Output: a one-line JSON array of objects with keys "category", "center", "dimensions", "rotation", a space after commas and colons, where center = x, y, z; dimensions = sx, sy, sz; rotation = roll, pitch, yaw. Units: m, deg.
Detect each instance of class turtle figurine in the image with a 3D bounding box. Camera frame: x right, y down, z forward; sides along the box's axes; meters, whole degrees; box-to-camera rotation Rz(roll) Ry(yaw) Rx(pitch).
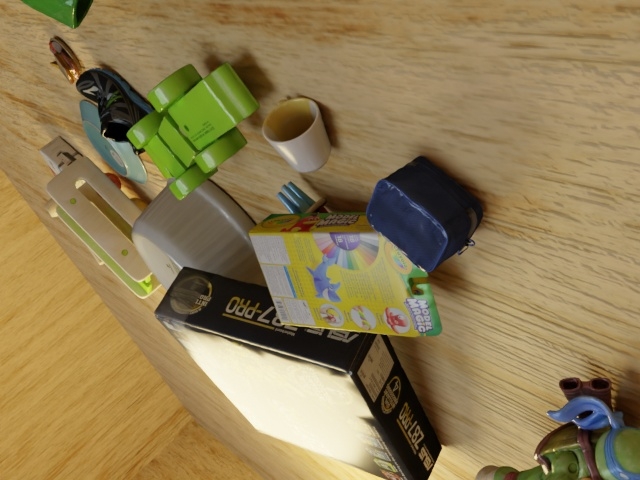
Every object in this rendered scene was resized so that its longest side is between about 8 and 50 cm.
[{"category": "turtle figurine", "center": [0.261, 0.283, 0.796], "dimensions": [0.275, 0.198, 0.266], "rotation": [50, 164, 7]}]

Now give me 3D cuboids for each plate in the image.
[{"category": "plate", "center": [-0.388, -0.174, 1.528], "dimensions": [0.188, 0.024, 0.188], "rotation": [41, 158, 21]}]

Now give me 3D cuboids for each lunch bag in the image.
[{"category": "lunch bag", "center": [0.099, -0.025, 0.753], "dimensions": [0.098, 0.065, 0.067], "rotation": [43, 144, 16]}]

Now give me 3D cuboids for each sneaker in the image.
[{"category": "sneaker", "center": [-0.313, -0.196, 1.255], "dimensions": [0.188, 0.078, 0.067], "rotation": [40, 158, 22]}]

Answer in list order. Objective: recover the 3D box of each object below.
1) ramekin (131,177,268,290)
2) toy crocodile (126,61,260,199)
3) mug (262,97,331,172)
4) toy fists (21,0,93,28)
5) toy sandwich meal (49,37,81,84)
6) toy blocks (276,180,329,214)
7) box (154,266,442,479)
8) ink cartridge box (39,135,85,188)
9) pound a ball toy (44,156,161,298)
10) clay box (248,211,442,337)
[{"category": "ramekin", "center": [-0.188, 0.028, 1.341], "dimensions": [0.273, 0.127, 0.273], "rotation": [41, 159, 20]}, {"category": "toy crocodile", "center": [-0.153, -0.140, 1.024], "dimensions": [0.115, 0.105, 0.340], "rotation": [51, 155, -7]}, {"category": "mug", "center": [-0.017, -0.110, 0.865], "dimensions": [0.062, 0.078, 0.064], "rotation": [-4, 143, 25]}, {"category": "toy fists", "center": [-0.318, -0.354, 0.925], "dimensions": [0.142, 0.096, 0.279], "rotation": [26, 160, -10]}, {"category": "toy sandwich meal", "center": [-0.427, -0.296, 1.375], "dimensions": [0.085, 0.029, 0.085], "rotation": [41, 159, 20]}, {"category": "toy blocks", "center": [0.000, 0.000, 1.012], "dimensions": [0.148, 0.054, 0.123], "rotation": [46, 159, 5]}, {"category": "box", "center": [-0.018, 0.207, 1.206], "dimensions": [0.318, 0.097, 0.395], "rotation": [15, 151, 30]}, {"category": "ink cartridge box", "center": [-0.549, -0.154, 1.843], "dimensions": [0.135, 0.056, 0.099], "rotation": [38, 158, 27]}, {"category": "pound a ball toy", "center": [-0.421, -0.035, 1.684], "dimensions": [0.319, 0.136, 0.208], "rotation": [44, 160, 9]}, {"category": "clay box", "center": [0.034, 0.035, 0.910], "dimensions": [0.222, 0.053, 0.127], "rotation": [1, 119, 38]}]
